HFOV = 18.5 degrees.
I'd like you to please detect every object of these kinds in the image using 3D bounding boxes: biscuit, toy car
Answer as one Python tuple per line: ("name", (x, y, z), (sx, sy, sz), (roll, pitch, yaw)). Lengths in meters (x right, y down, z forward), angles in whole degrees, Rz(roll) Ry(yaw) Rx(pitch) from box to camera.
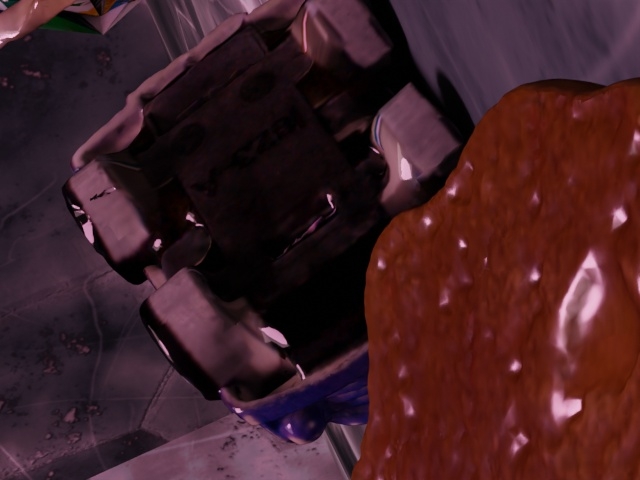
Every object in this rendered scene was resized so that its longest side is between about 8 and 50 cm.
("biscuit", (0.074, 0.089, 0.477), (0.273, 0.049, 0.257), (-178, 89, -66))
("toy car", (0.000, 0.000, 0.944), (0.158, 0.172, 0.235), (48, -174, -43))

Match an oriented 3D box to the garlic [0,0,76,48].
("garlic", (-0.074, -0.198, 0.554), (0.338, 0.196, 0.151), (68, -169, -48))

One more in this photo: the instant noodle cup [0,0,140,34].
("instant noodle cup", (-0.155, -0.234, 1.145), (0.178, 0.240, 0.240), (46, -161, -83))
